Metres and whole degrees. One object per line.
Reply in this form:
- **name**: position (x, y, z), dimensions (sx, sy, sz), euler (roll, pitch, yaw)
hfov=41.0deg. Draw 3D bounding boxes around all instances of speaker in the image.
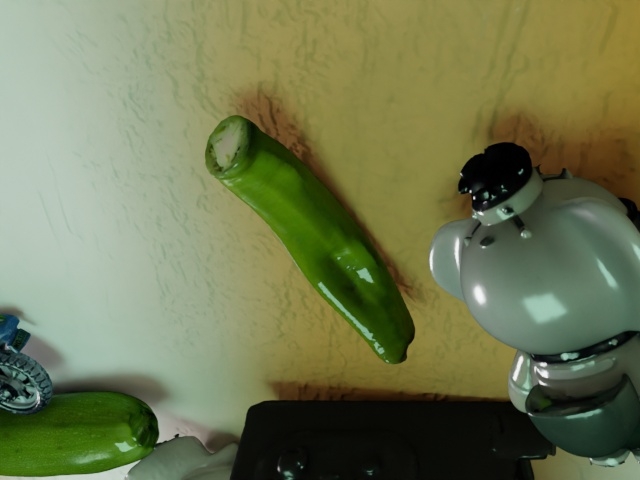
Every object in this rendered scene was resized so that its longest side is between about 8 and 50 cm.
- **speaker**: position (0.058, 0.264, 0.663), dimensions (0.253, 0.232, 0.184), euler (-4, 137, 21)

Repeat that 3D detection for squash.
- **squash**: position (-0.265, 0.194, 0.858), dimensions (0.292, 0.082, 0.082), euler (-11, 131, 33)

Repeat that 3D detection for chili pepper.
- **chili pepper**: position (0.000, 0.000, 0.535), dimensions (0.050, 0.052, 0.202), euler (21, 156, 53)

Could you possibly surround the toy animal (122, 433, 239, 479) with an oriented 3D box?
- **toy animal**: position (-0.085, 0.284, 0.803), dimensions (0.221, 0.130, 0.104), euler (44, 135, 35)

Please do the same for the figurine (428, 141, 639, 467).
- **figurine**: position (0.135, 0.032, 0.460), dimensions (0.147, 0.126, 0.192), euler (-13, 115, 48)

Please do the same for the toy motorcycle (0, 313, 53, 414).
- **toy motorcycle**: position (-0.372, 0.128, 0.830), dimensions (0.254, 0.092, 0.136), euler (-14, 121, 24)
